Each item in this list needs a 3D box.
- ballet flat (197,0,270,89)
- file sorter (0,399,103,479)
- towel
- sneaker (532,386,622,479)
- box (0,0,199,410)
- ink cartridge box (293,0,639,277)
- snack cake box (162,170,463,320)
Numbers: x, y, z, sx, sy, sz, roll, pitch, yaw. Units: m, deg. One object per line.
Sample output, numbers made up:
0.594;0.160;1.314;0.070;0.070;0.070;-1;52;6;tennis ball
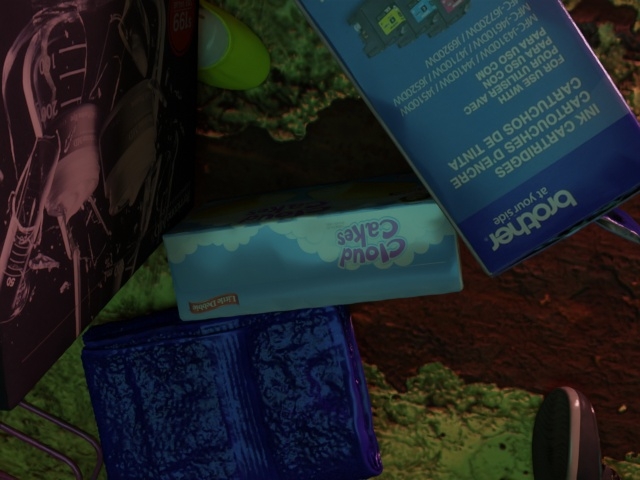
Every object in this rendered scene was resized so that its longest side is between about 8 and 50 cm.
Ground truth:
-0.157;-0.220;0.731;0.231;0.077;0.077;34;106;-2;ballet flat
-0.391;0.309;0.793;0.202;0.291;0.182;26;103;1;file sorter
-0.102;0.171;0.799;0.308;0.076;0.228;-14;85;11;towel
0.300;0.261;0.799;0.118;0.083;0.222;-4;97;-10;sneaker
-0.231;-0.112;0.565;0.179;0.343;0.312;12;119;8;box
0.121;-0.147;0.610;0.151;0.270;0.395;-32;98;18;ink cartridge box
0.000;0.000;0.726;0.264;0.152;0.089;-7;103;10;snack cake box
